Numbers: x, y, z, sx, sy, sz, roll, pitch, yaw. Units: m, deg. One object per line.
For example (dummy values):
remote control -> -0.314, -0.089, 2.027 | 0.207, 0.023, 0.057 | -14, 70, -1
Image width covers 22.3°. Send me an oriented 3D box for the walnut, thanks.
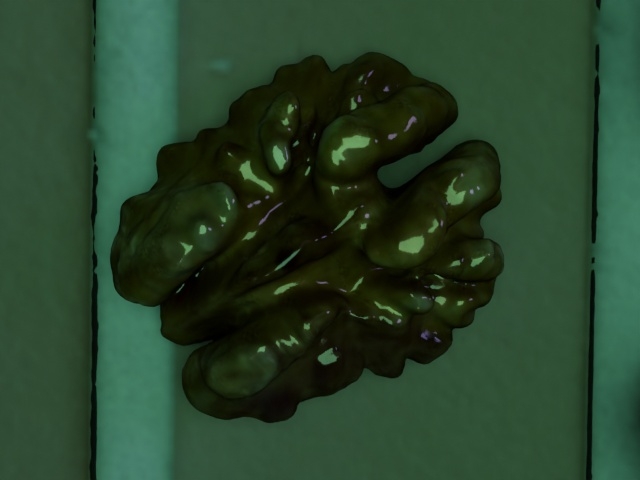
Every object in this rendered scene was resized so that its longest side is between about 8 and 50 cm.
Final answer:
walnut -> 0.000, 0.000, 0.686 | 0.170, 0.069, 0.143 | -35, 92, -3
